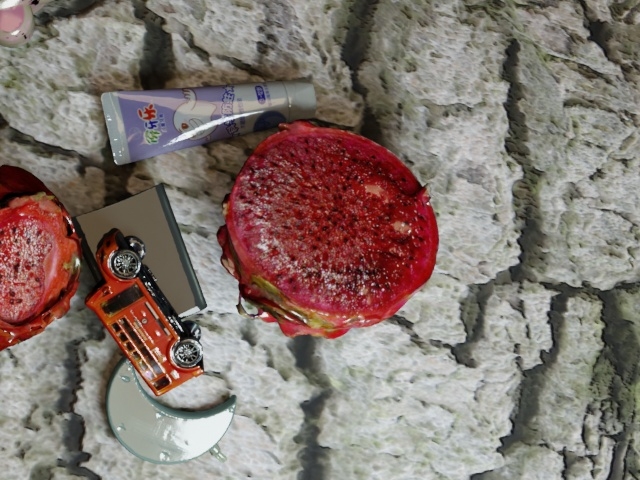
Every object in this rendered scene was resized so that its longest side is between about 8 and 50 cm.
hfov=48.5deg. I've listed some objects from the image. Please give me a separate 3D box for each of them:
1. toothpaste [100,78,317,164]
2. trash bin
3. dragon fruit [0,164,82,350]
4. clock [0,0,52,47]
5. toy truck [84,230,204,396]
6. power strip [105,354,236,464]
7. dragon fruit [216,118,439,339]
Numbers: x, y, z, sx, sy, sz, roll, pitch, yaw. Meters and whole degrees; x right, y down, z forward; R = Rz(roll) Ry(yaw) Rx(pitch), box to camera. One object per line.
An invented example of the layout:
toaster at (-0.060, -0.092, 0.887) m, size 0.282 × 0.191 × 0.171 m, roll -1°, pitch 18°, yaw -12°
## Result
toothpaste at (-0.193, -0.226, 1.273) m, size 0.372 × 0.080 × 0.125 m, roll -12°, pitch 107°, yaw -16°
trash bin at (-0.306, 0.037, 1.209) m, size 0.165 × 0.115 × 0.225 m, roll -23°, pitch 97°, yaw -16°
dragon fruit at (-0.519, 0.029, 1.046) m, size 0.302 × 0.295 × 0.295 m, roll -4°, pitch 89°, yaw 7°
clock at (-0.539, -0.496, 1.156) m, size 0.284 × 0.114 × 0.309 m, roll 23°, pitch 83°, yaw -17°
toy truck at (-0.281, 0.112, 1.112) m, size 0.114 × 0.107 × 0.252 m, roll -32°, pitch 105°, yaw -2°
power strip at (-0.262, 0.308, 1.243) m, size 0.253 × 0.054 × 0.167 m, roll 31°, pitch 82°, yaw -14°
dragon fruit at (0.000, 0.000, 1.225) m, size 0.371 × 0.249 × 0.386 m, roll -9°, pitch 64°, yaw -22°
